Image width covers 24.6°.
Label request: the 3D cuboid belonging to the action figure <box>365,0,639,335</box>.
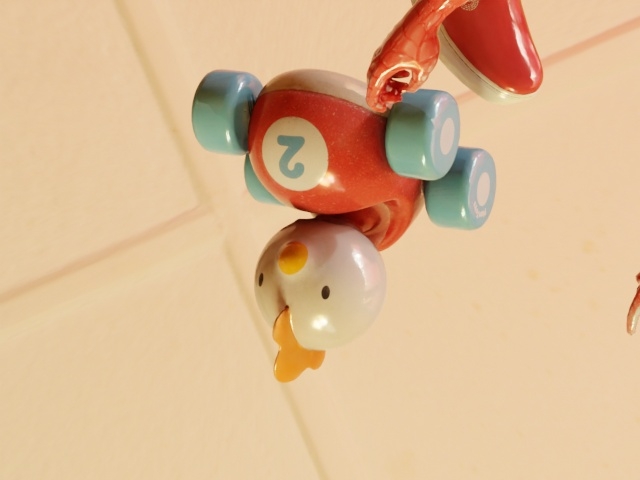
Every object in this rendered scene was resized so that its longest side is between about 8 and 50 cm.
[{"bbox_3d":[0.054,-0.067,0.447,0.091,0.280,0.139,27,-89,-28],"label":"action figure"}]

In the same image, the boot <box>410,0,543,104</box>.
[{"bbox_3d":[0.154,-0.252,1.272,0.088,0.176,0.244,-21,-99,-38],"label":"boot"}]

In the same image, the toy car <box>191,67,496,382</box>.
[{"bbox_3d":[0.000,0.000,1.222,0.219,0.210,0.238,8,-109,26],"label":"toy car"}]
